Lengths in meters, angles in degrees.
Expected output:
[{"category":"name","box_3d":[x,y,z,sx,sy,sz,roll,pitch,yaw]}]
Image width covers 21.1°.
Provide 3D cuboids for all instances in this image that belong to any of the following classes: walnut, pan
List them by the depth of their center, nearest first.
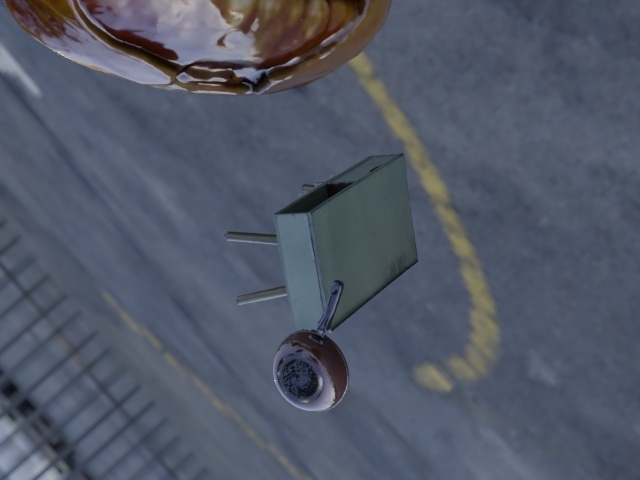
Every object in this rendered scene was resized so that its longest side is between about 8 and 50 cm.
[{"category":"walnut","box_3d":[-0.056,-0.116,0.738,0.207,0.115,0.116,3,-161,-37]},{"category":"pan","box_3d":[-0.005,0.085,1.362,0.068,0.115,0.023,25,-158,23]}]

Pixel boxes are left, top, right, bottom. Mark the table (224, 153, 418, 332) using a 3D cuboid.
[{"category":"table","box_3d":[0.000,0.000,1.738,0.111,0.240,0.121,-2,104,25]}]
